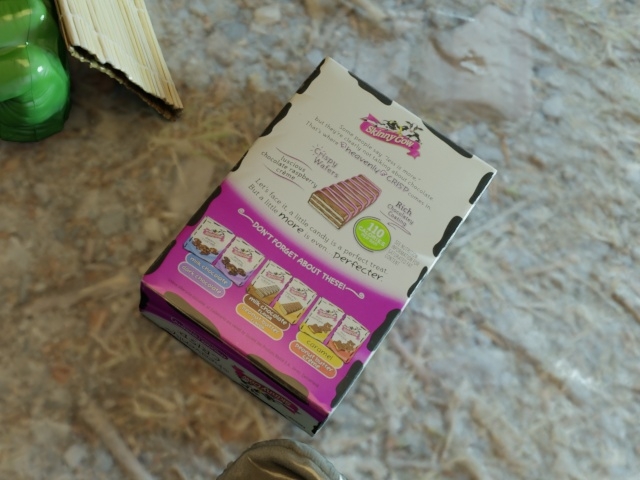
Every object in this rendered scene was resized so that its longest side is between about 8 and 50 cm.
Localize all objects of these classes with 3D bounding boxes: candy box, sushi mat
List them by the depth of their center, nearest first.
[{"bbox_3d":[0.000,0.000,0.796,0.159,0.071,0.233,35,66,5],"label":"candy box"},{"bbox_3d":[-0.184,-0.251,0.830,0.019,0.151,0.317,-24,71,16],"label":"sushi mat"}]

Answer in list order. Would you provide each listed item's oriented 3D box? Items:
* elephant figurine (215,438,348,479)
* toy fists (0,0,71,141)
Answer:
[{"bbox_3d":[-0.011,0.209,0.659,0.239,0.169,0.186,-28,85,-17],"label":"elephant figurine"},{"bbox_3d":[-0.259,-0.208,0.792,0.096,0.142,0.279,-18,71,-18],"label":"toy fists"}]
